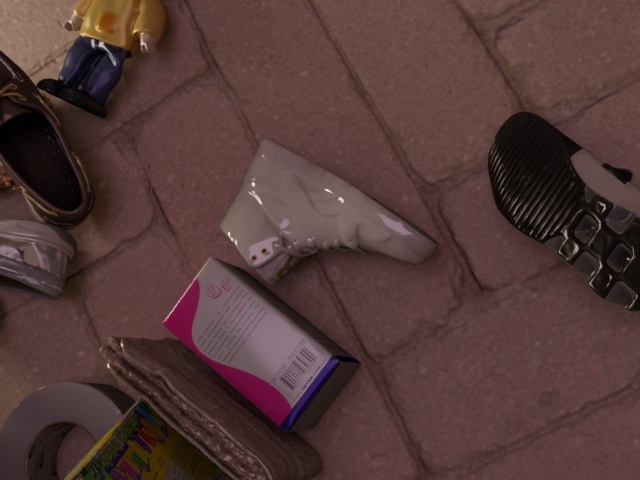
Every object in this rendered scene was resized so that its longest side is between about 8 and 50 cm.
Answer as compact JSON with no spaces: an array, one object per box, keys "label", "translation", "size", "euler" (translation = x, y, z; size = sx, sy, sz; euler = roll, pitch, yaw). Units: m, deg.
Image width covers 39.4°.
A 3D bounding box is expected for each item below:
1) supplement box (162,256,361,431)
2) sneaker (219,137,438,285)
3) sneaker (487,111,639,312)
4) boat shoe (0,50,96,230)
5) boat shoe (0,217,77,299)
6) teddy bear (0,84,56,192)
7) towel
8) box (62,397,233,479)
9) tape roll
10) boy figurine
[{"label":"supplement box","translation":[-0.075,0.132,1.146],"size":[0.220,0.114,0.111],"euler":[38,93,19]},{"label":"sneaker","translation":[0.000,0.000,1.158],"size":[0.293,0.108,0.169],"euler":[30,91,30]},{"label":"sneaker","translation":[0.326,-0.029,1.061],"size":[0.122,0.146,0.330],"euler":[-57,44,27]},{"label":"boat shoe","translation":[-0.428,-0.162,1.256],"size":[0.117,0.097,0.324],"euler":[-33,96,-21]},{"label":"boat shoe","translation":[-0.515,0.030,1.282],"size":[0.321,0.118,0.103],"euler":[3,62,4]},{"label":"teddy bear","translation":[-0.559,-0.137,1.367],"size":[0.338,0.113,0.245],"euler":[-21,81,5]},{"label":"towel","translation":[-0.131,0.208,1.110],"size":[0.282,0.187,0.049],"euler":[36,96,20]},{"label":"box","translation":[-0.183,0.361,0.999],"size":[0.279,0.290,0.177],"euler":[43,94,-2]},{"label":"tape roll","translation":[-0.332,0.303,1.216],"size":[0.219,0.072,0.219],"euler":[-3,79,16]},{"label":"boy figurine","translation":[-0.299,-0.324,1.316],"size":[0.177,0.092,0.285],"euler":[28,91,28]}]
